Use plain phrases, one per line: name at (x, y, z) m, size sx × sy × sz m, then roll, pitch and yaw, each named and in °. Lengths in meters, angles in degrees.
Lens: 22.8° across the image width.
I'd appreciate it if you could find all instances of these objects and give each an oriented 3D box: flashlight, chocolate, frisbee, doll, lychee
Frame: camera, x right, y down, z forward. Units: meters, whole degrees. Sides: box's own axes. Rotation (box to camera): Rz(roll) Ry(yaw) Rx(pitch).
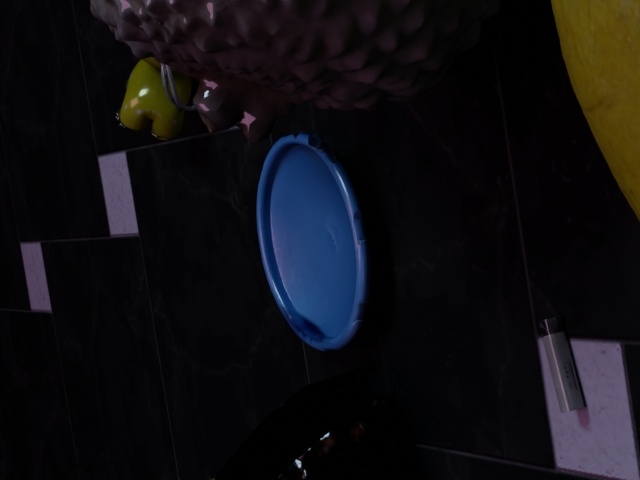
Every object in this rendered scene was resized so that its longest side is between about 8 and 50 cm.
flashlight at (0.210, 0.108, 1.383) m, size 0.018 × 0.018 × 0.083 m, roll -28°, pitch 74°, yaw 64°
chocolate at (0.016, 0.272, 1.668) m, size 0.177 × 0.206 × 0.224 m, roll 48°, pitch 149°, yaw -9°
frisbee at (0.000, 0.000, 1.725) m, size 0.242 × 0.045 × 0.242 m, roll 32°, pitch 127°, yaw 57°
doll at (-0.184, -0.236, 1.914) m, size 0.221 × 0.143 × 0.135 m, roll 114°, pitch 172°, yaw -50°
lychee at (-0.019, -0.293, 1.311) m, size 0.380 × 0.380 × 0.432 m, roll 26°, pitch 101°, yaw 58°

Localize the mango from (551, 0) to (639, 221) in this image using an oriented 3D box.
mango at (0.276, -0.100, 0.963) m, size 0.301 × 0.220 × 0.445 m, roll 4°, pitch 106°, yaw 60°

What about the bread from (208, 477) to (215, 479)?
bread at (-0.019, 0.398, 1.844) m, size 0.380 × 0.109 × 0.185 m, roll 28°, pitch 138°, yaw 60°
